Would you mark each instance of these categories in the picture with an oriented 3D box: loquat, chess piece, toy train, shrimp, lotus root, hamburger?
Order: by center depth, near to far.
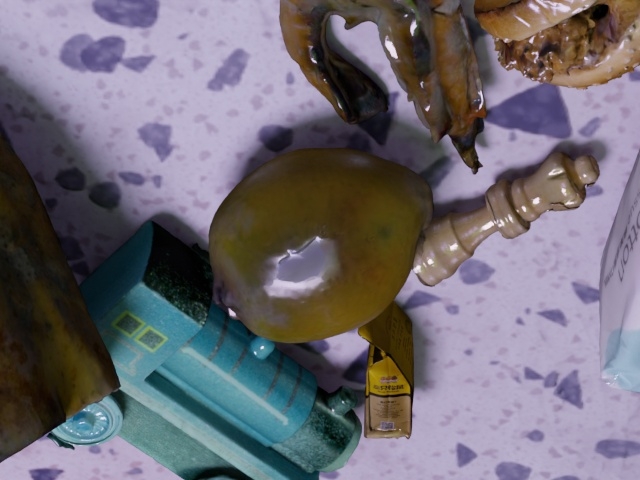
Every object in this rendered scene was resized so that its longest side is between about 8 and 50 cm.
[{"bbox_3d":[0.192,-0.185,1.269,0.118,0.191,0.182,39,152,-15],"label":"hamburger"},{"bbox_3d":[0.045,-0.141,1.403,0.145,0.059,0.254,-7,128,14],"label":"shrimp"},{"bbox_3d":[-0.323,0.029,1.431,0.250,0.250,0.346,-23,92,22],"label":"lotus root"},{"bbox_3d":[0.000,0.000,1.467,0.195,0.152,0.152,-29,123,4],"label":"loquat"},{"bbox_3d":[0.150,-0.023,1.494,0.172,0.060,0.060,-27,122,22],"label":"chess piece"},{"bbox_3d":[-0.104,0.132,1.603,0.298,0.120,0.194,37,118,-23],"label":"toy train"}]

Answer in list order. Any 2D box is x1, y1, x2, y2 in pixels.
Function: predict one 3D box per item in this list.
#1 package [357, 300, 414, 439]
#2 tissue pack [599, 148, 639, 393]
[{"bbox_3d":[0.059,0.107,1.595,0.047,0.071,0.131,2,129,5],"label":"package"},{"bbox_3d":[0.376,-0.036,1.372,0.266,0.194,0.356,10,129,-2],"label":"tissue pack"}]
